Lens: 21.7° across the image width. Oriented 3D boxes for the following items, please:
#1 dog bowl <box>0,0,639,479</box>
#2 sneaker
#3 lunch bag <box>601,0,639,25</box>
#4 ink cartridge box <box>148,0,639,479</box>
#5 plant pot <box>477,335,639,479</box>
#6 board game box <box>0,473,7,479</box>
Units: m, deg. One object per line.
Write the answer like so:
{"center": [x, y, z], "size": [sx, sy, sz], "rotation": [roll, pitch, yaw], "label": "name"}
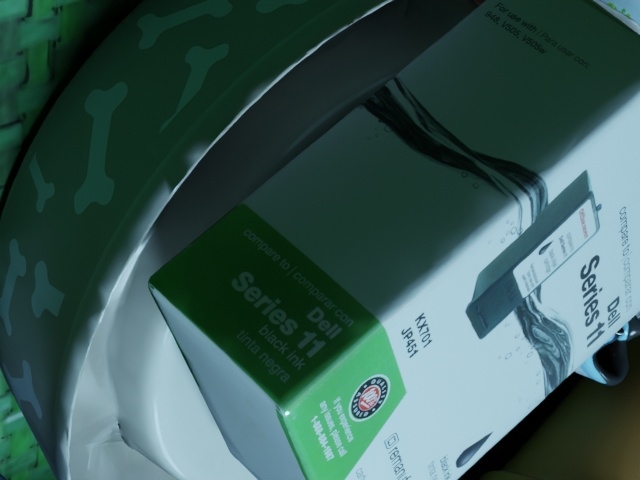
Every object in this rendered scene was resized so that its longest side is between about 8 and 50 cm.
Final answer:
{"center": [0.000, 0.000, 0.783], "size": [0.348, 0.102, 0.349], "rotation": [-31, 144, -26], "label": "dog bowl"}
{"center": [0.184, 0.026, 1.054], "size": [0.063, 0.073, 0.162], "rotation": [-30, 140, -28], "label": "sneaker"}
{"center": [0.231, -0.146, 0.861], "size": [0.096, 0.151, 0.129], "rotation": [-10, 130, -44], "label": "lunch bag"}
{"center": [0.050, 0.013, 0.680], "size": [0.208, 0.087, 0.153], "rotation": [-41, 147, -14], "label": "ink cartridge box"}
{"center": [0.255, 0.193, 1.151], "size": [0.203, 0.291, 0.291], "rotation": [-60, 150, -14], "label": "plant pot"}
{"center": [-0.217, 0.177, 0.685], "size": [0.211, 0.039, 0.160], "rotation": [-45, -173, -6], "label": "board game box"}
